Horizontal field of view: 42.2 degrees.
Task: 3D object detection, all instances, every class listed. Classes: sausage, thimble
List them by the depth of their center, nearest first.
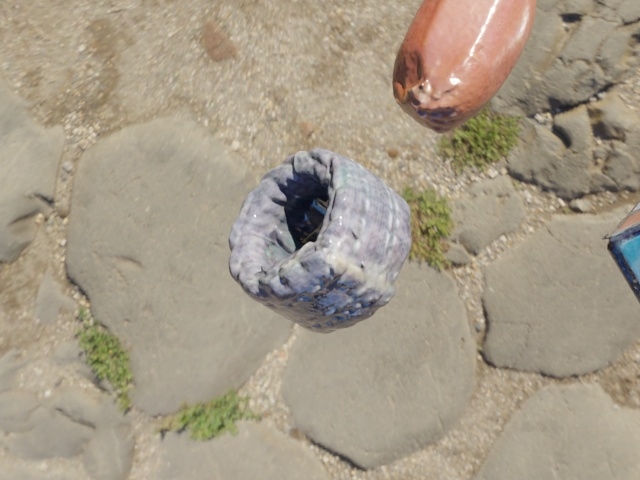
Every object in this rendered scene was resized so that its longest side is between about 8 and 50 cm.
[{"bbox_3d":[-0.002,0.000,0.724,0.150,0.150,0.097,-47,131,13],"label":"thimble"},{"bbox_3d":[0.178,-0.249,1.021,0.148,0.148,0.254,33,84,-14],"label":"sausage"}]

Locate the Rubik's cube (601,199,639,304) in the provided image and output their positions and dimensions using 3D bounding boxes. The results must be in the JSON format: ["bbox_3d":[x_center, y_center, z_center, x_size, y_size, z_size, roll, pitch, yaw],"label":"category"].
[{"bbox_3d":[0.638,0.033,1.090,0.358,0.362,0.363,-29,93,31],"label":"Rubik's cube"}]
